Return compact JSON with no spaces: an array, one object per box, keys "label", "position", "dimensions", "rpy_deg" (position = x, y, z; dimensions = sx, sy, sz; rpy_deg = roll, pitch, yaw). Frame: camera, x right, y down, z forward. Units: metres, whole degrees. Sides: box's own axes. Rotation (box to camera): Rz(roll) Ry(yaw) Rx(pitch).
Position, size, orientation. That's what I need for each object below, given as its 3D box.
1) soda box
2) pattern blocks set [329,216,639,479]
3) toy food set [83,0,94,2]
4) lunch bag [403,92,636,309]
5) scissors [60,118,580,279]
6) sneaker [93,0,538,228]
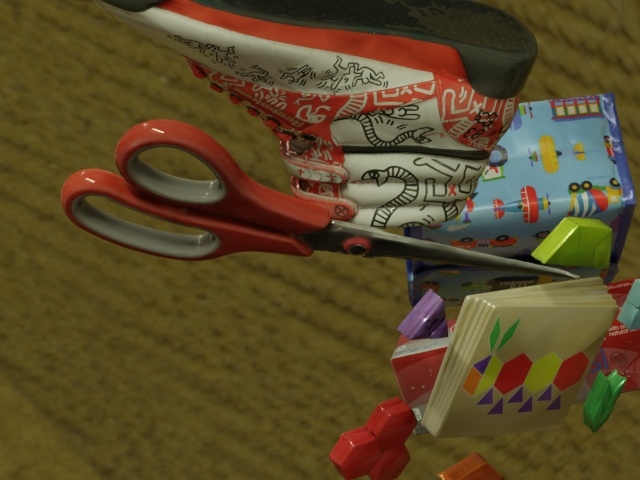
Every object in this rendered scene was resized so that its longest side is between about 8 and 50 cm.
[{"label":"soda box","position":[0.209,0.114,1.606],"dimensions":[0.263,0.083,0.092],"rpy_deg":[-13,104,15]},{"label":"pattern blocks set","position":[0.171,0.105,1.403],"dimensions":[0.026,0.325,0.285],"rpy_deg":[42,110,41]},{"label":"toy food set","position":[-0.198,-0.321,1.806],"dimensions":[0.306,0.220,0.092],"rpy_deg":[3,90,-23]},{"label":"lunch bag","position":[0.200,-0.011,1.707],"dimensions":[0.221,0.293,0.138],"rpy_deg":[-6,60,1]},{"label":"scissors","position":[0.000,0.000,0.933],"dimensions":[0.109,0.297,0.021],"rpy_deg":[-48,33,44]},{"label":"sneaker","position":[-0.018,-0.083,0.949],"dimensions":[0.270,0.090,0.145],"rpy_deg":[9,124,-15]}]
